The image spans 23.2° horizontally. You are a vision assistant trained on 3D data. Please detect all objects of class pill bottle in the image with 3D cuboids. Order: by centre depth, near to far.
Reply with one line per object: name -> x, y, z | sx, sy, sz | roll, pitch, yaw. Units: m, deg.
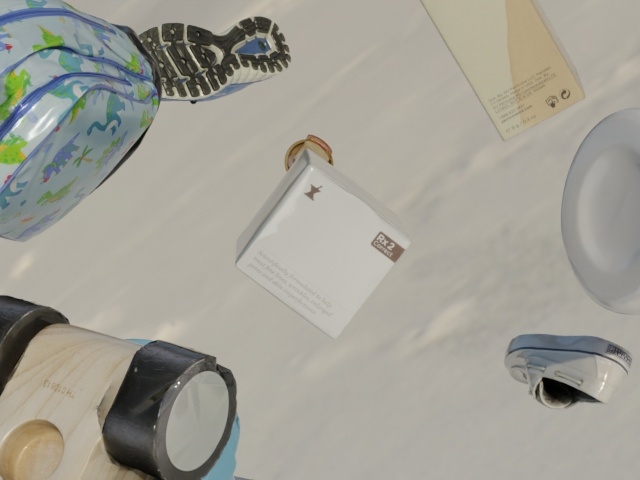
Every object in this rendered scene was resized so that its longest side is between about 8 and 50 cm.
pill bottle -> 0.499, -0.023, 1.776 | 0.408, 0.229, 0.229 | 3, -6, -26

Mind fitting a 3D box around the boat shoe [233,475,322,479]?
boat shoe -> -0.094, 0.426, 2.227 | 0.367, 0.156, 0.136 | 0, 17, 3

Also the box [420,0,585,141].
box -> 0.204, -0.298, 1.970 | 0.121, 0.311, 0.148 | -28, 19, 14

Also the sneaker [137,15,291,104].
sneaker -> -0.200, -0.261, 2.435 | 0.330, 0.130, 0.147 | -13, -12, -45

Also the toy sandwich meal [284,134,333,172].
toy sandwich meal -> -0.017, -0.116, 2.361 | 0.085, 0.085, 0.029 | -33, 7, 22

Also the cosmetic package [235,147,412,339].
cosmetic package -> 0.000, 0.000, 1.864 | 0.151, 0.151, 0.183 | -53, 7, 6

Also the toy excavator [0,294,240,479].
toy excavator -> -0.176, 0.322, 1.315 | 0.222, 0.445, 0.433 | 12, 67, 30

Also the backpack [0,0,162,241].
backpack -> -0.328, -0.134, 1.651 | 0.290, 0.273, 0.355 | -42, -26, 4

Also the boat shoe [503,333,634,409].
boat shoe -> 0.319, 0.184, 2.088 | 0.267, 0.096, 0.088 | -6, 54, 63
